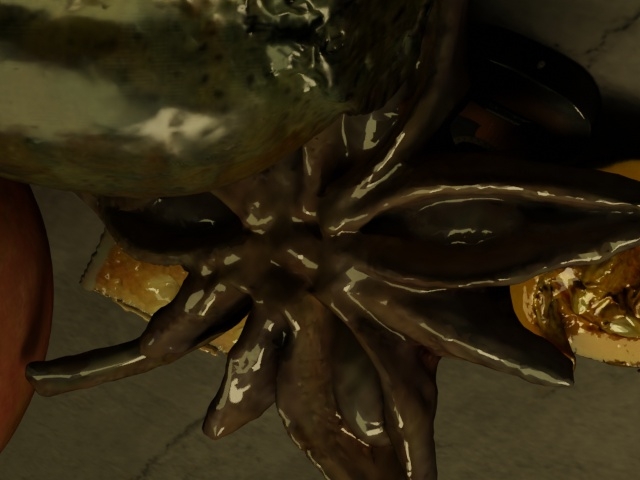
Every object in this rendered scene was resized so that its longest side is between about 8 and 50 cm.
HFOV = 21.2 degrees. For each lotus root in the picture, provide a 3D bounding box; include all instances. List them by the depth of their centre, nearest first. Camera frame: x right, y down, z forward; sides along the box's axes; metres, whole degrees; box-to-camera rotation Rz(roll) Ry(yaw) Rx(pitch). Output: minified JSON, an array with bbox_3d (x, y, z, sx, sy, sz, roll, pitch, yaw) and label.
[{"bbox_3d":[-0.126,-0.144,0.719,0.346,0.250,0.250,13,145,14],"label":"lotus root"}]

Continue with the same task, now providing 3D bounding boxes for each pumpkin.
[{"bbox_3d":[0.184,0.010,0.855,0.183,0.107,0.119,5,120,39],"label":"pumpkin"}]

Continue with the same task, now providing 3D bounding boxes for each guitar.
[{"bbox_3d":[0.074,-0.034,0.936,0.088,0.025,0.233,26,147,-3],"label":"guitar"}]

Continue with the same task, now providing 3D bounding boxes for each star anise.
[{"bbox_3d":[0.000,0.001,0.856,0.292,0.109,0.349,41,114,26],"label":"star anise"}]

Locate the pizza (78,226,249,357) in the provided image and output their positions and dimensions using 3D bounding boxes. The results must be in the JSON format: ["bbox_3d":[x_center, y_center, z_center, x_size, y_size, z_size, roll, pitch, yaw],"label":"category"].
[{"bbox_3d":[-0.025,-0.007,0.988,0.188,0.080,0.204,23,137,-4],"label":"pizza"}]

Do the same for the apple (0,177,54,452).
[{"bbox_3d":[-0.345,0.026,0.984,0.364,0.364,0.364,16,146,11],"label":"apple"}]
